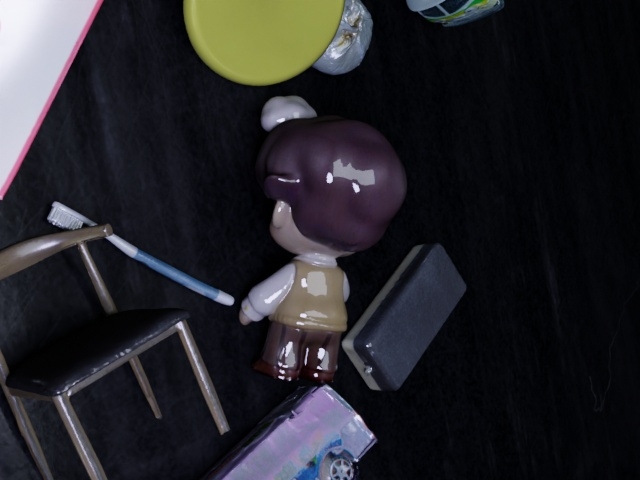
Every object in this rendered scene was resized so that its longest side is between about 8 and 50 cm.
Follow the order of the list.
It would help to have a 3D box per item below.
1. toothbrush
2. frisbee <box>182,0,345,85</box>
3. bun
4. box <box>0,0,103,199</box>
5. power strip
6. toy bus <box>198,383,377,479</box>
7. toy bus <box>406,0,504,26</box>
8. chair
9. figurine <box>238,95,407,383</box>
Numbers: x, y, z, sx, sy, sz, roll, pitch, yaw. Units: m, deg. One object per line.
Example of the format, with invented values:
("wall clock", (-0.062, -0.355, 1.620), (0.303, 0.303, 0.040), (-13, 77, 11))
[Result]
("toothbrush", (-0.215, 0.026, 1.002), (0.275, 0.019, 0.025), (33, 70, -35))
("frisbee", (-0.069, -0.319, 1.084), (0.235, 0.017, 0.236), (-13, 124, -21))
("bun", (0.026, -0.321, 1.214), (0.140, 0.083, 0.141), (3, 85, -44))
("box", (-0.357, -0.261, 0.649), (0.312, 0.314, 0.300), (23, 103, -39))
("power strip", (0.132, 0.120, 1.275), (0.257, 0.070, 0.105), (-49, 115, -36))
("toy bus", (-0.068, 0.317, 1.052), (0.317, 0.112, 0.138), (-39, 101, -39))
("toy bus", (0.202, -0.510, 1.360), (0.164, 0.133, 0.276), (-11, 92, -43))
("chair", (-0.244, 0.125, 0.865), (0.188, 0.166, 0.272), (-32, 107, -39))
("figurine", (-0.006, 0.002, 1.123), (0.218, 0.206, 0.365), (12, 102, -19))
